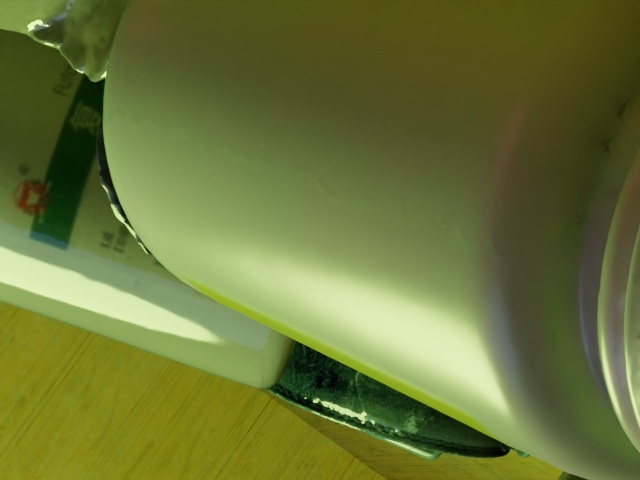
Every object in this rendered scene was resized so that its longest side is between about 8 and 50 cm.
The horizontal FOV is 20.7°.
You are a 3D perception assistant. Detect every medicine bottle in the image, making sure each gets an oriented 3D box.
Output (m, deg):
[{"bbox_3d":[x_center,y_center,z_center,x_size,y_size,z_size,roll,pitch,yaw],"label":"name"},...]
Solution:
[{"bbox_3d":[-0.154,-0.052,1.125,0.340,0.208,0.208,19,168,1],"label":"medicine bottle"},{"bbox_3d":[0.091,-0.028,0.699,0.379,0.213,0.213,23,163,49],"label":"medicine bottle"}]

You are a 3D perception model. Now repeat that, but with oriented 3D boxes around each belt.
[{"bbox_3d":[0.068,0.112,1.463,0.268,0.116,0.206,19,-173,36],"label":"belt"}]

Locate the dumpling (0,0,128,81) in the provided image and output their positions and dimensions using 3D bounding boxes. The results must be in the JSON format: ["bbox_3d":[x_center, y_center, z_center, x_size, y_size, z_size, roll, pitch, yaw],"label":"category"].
[{"bbox_3d":[-0.167,-0.218,0.864,0.243,0.175,0.227,23,141,-9],"label":"dumpling"}]

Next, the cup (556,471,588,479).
[{"bbox_3d":[0.291,0.228,1.249,0.258,0.219,0.289,40,-162,-25],"label":"cup"}]
